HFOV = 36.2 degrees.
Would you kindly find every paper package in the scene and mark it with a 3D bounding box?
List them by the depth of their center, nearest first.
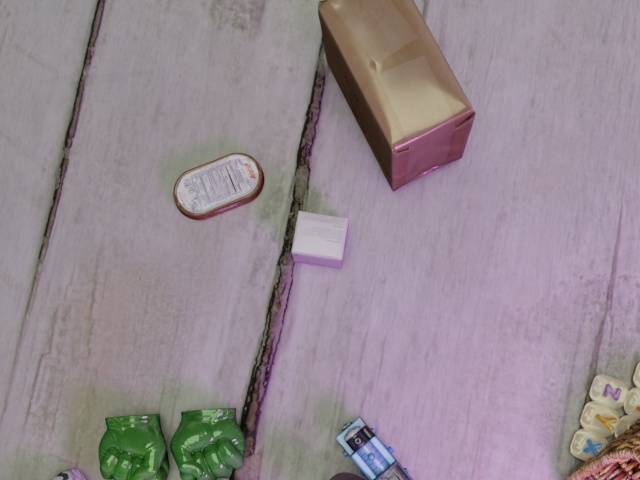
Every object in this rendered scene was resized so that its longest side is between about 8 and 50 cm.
[{"bbox_3d":[0.141,-0.298,1.872,0.168,0.309,0.324,-27,78,-1],"label":"paper package"}]

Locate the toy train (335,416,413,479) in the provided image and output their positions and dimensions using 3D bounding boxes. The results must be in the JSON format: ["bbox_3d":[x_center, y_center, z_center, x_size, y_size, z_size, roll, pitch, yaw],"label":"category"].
[{"bbox_3d":[0.106,0.415,1.832,0.080,0.105,0.184,-39,80,-6],"label":"toy train"}]

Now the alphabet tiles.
[{"bbox_3d":[0.629,0.381,1.867,0.278,0.021,0.284,21,80,6],"label":"alphabet tiles"}]

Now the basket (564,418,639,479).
[{"bbox_3d":[0.618,0.480,1.728,0.223,0.213,0.299,-37,80,-6],"label":"basket"}]

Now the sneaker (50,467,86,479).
[{"bbox_3d":[-0.472,0.563,1.829,0.153,0.094,0.235,-33,86,3],"label":"sneaker"}]

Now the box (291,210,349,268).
[{"bbox_3d":[0.000,0.000,1.922,0.101,0.102,0.087,8,77,3],"label":"box"}]

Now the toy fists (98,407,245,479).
[{"bbox_3d":[-0.282,0.397,1.853,0.279,0.096,0.142,-5,79,-1],"label":"toy fists"}]

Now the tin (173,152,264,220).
[{"bbox_3d":[-0.206,-0.110,1.985,0.190,0.040,0.106,-22,83,-3],"label":"tin"}]

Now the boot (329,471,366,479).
[{"bbox_3d":[0.105,0.546,1.770,0.305,0.115,0.112,47,58,-6],"label":"boot"}]
